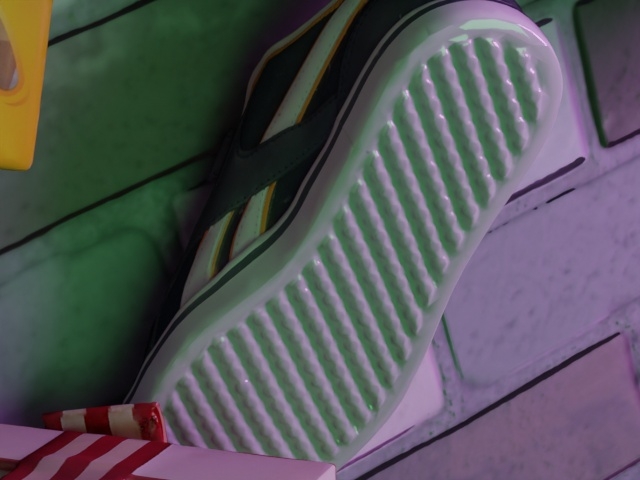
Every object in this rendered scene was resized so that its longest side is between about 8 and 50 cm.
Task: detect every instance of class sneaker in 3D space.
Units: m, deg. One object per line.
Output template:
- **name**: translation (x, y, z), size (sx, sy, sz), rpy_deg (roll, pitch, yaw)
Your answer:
- **sneaker**: translation (0.000, 0.000, 0.939), size (0.126, 0.127, 0.321), rpy_deg (24, 113, -28)

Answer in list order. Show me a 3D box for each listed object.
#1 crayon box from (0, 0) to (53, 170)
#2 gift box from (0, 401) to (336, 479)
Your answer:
- **crayon box**: translation (-0.213, -0.148, 0.784), size (0.203, 0.083, 0.323), rpy_deg (3, 101, -32)
- **gift box**: translation (-0.107, 0.229, 0.803), size (0.258, 0.276, 0.255), rpy_deg (-37, 132, -63)
